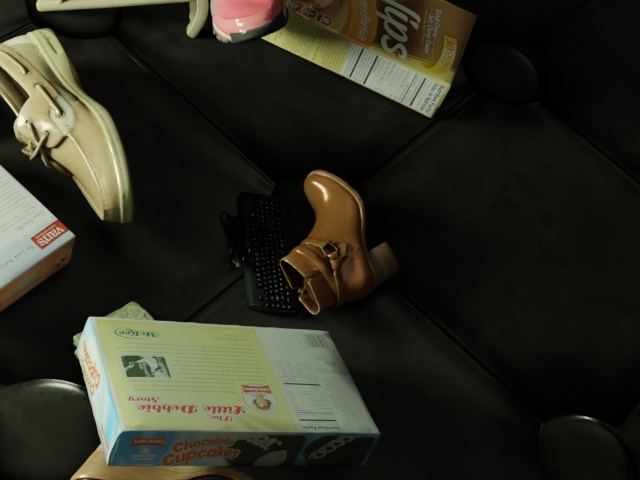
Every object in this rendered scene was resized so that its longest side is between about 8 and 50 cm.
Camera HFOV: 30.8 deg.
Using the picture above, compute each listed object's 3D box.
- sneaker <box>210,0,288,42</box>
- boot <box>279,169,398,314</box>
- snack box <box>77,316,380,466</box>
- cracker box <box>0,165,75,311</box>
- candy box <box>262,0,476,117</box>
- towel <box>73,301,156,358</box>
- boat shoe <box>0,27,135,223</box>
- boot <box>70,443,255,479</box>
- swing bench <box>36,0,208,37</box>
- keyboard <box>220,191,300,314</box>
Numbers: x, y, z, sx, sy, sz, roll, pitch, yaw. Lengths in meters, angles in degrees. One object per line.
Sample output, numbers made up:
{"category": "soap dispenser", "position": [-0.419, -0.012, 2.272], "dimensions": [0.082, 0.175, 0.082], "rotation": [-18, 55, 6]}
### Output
{"category": "sneaker", "position": [-0.130, -0.407, 1.711], "dimensions": [0.116, 0.136, 0.313], "rotation": [-18, 43, 4]}
{"category": "boot", "position": [0.000, 0.000, 1.582], "dimensions": [0.152, 0.073, 0.197], "rotation": [-26, 69, -34]}
{"category": "snack box", "position": [-0.108, 0.178, 1.360], "dimensions": [0.322, 0.060, 0.187], "rotation": [6, 34, -28]}
{"category": "cracker box", "position": [-0.441, -0.022, 1.437], "dimensions": [0.232, 0.067, 0.156], "rotation": [42, 53, 12]}
{"category": "candy box", "position": [0.073, -0.343, 1.845], "dimensions": [0.317, 0.087, 0.182], "rotation": [24, 53, -2]}
{"category": "towel", "position": [-0.221, 0.148, 1.424], "dimensions": [0.148, 0.027, 0.110], "rotation": [44, 54, 13]}
{"category": "boat shoe", "position": [-0.347, -0.142, 1.533], "dimensions": [0.110, 0.121, 0.341], "rotation": [-19, 54, -26]}
{"category": "boot", "position": [-0.173, 0.339, 1.270], "dimensions": [0.249, 0.090, 0.206], "rotation": [19, 51, 3]}
{"category": "swing bench", "position": [-0.284, -0.469, 1.752], "dimensions": [0.255, 0.165, 0.253], "rotation": [6, 54, -17]}
{"category": "keyboard", "position": [-0.079, 0.010, 1.570], "dimensions": [0.100, 0.038, 0.192], "rotation": [3, 54, -18]}
